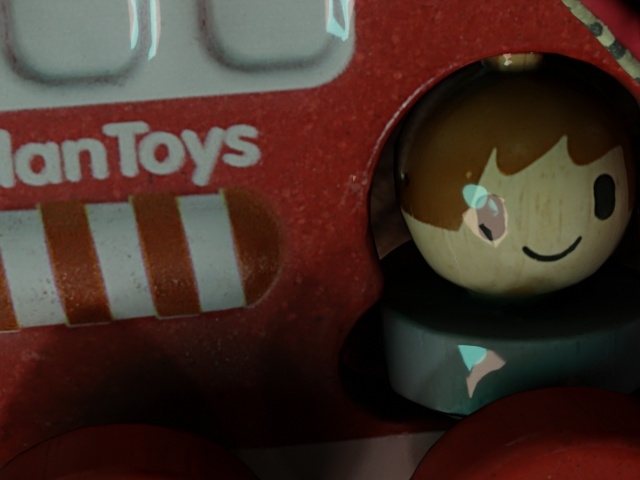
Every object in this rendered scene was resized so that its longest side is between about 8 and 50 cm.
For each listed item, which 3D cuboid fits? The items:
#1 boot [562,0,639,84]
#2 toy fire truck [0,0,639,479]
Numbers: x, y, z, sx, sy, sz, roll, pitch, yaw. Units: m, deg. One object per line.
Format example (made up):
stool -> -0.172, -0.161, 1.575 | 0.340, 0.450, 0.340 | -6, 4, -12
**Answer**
boot -> 0.073, -0.142, 0.360 | 0.236, 0.179, 0.085 | 46, 138, -19
toy fire truck -> 0.000, 0.000, 0.535 | 0.302, 0.169, 0.254 | -5, 112, -5
